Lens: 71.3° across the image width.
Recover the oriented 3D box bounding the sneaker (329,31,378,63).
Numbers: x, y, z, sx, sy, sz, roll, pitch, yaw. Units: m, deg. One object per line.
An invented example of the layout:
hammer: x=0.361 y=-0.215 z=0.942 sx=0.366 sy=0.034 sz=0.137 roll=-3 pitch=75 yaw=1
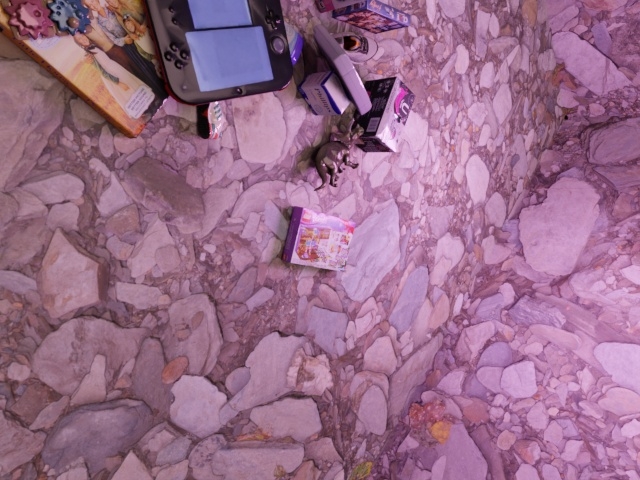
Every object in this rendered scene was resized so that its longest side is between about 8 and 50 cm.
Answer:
sneaker: x=0.124 y=-0.695 z=1.607 sx=0.271 sy=0.108 sz=0.100 roll=-19 pitch=110 yaw=-42

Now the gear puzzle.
gear puzzle: x=-0.583 y=-0.590 z=0.892 sx=0.175 sy=0.044 sz=0.339 roll=-28 pitch=118 yaw=-38

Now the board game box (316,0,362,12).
board game box: x=0.037 y=-0.901 z=1.395 sx=0.097 sy=0.224 sz=0.303 roll=-47 pitch=127 yaw=-25

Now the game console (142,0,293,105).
game console: x=-0.257 y=-0.555 z=1.186 sx=0.386 sy=0.060 sz=0.342 roll=-23 pitch=115 yaw=-33

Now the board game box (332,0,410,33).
board game box: x=0.185 y=-0.804 z=1.602 sx=0.243 sy=0.165 sz=0.042 roll=-6 pitch=103 yaw=-43

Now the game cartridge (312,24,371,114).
game cartridge: x=0.081 y=-0.559 z=1.496 sx=0.062 sy=0.198 sz=0.297 roll=-38 pitch=152 yaw=7

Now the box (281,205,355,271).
box: x=0.000 y=0.000 z=1.670 sx=0.293 sy=0.057 sz=0.201 roll=14 pitch=90 yaw=-45

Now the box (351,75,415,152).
box: x=0.236 y=-0.478 z=1.721 sx=0.142 sy=0.163 sz=0.247 roll=25 pitch=81 yaw=-43

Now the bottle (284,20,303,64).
bottle: x=-0.177 y=-0.640 z=1.333 sx=0.282 sy=0.092 sz=0.118 roll=26 pitch=78 yaw=-44

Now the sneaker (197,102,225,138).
sneaker: x=-0.313 y=-0.373 z=1.295 sx=0.075 sy=0.057 sz=0.162 roll=-12 pitch=107 yaw=-60

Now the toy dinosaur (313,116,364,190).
toy dinosaur: x=0.041 y=-0.295 z=1.630 sx=0.313 sy=0.121 sz=0.160 roll=-45 pitch=115 yaw=-23

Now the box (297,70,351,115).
box: x=0.013 y=-0.498 z=1.518 sx=0.072 sy=0.137 sz=0.126 roll=-56 pitch=131 yaw=-19

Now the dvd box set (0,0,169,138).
dvd box set: x=-0.522 y=-0.498 z=1.050 sx=0.420 sy=0.062 sz=0.308 roll=46 pitch=67 yaw=-40
